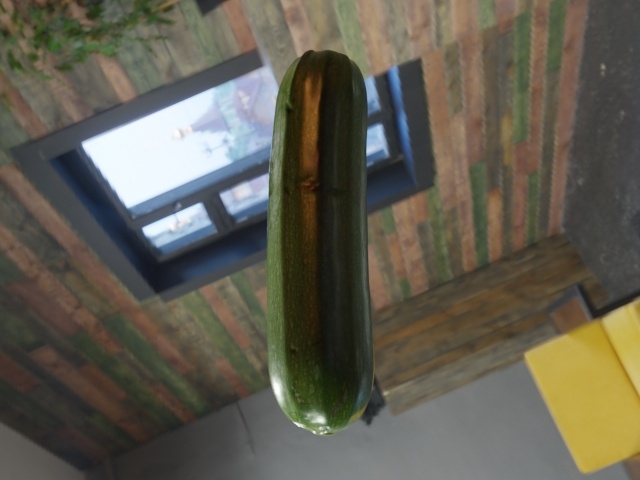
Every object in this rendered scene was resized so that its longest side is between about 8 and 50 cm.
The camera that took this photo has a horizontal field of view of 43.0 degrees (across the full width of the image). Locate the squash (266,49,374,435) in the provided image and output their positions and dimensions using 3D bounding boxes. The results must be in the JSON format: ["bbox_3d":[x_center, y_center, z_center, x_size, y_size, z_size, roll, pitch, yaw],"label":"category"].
[{"bbox_3d":[0.000,0.000,0.489,0.066,0.066,0.229,73,-163,-81],"label":"squash"}]
